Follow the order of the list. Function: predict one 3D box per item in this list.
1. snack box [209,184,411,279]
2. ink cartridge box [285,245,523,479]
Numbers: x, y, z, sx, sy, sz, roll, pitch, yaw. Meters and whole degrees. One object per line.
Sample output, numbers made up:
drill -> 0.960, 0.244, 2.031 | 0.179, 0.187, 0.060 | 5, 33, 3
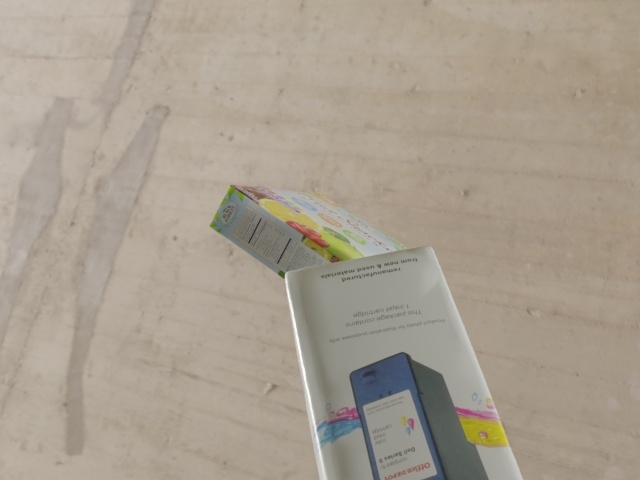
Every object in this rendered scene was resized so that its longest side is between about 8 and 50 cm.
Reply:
snack box -> 0.000, 0.000, 0.520 | 0.100, 0.141, 0.037 | 35, -75, 22
ink cartridge box -> 0.046, 0.134, 0.392 | 0.093, 0.154, 0.212 | -10, -134, -2
